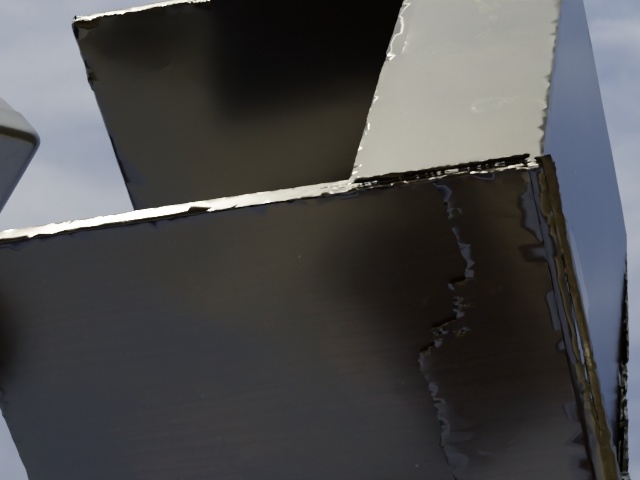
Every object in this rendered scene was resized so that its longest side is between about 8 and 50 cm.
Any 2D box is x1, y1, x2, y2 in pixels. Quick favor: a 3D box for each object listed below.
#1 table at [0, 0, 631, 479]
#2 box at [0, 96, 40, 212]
[{"bbox_3d":[0.000,0.000,0.876,0.282,0.196,0.250,-8,-148,15],"label":"table"},{"bbox_3d":[-0.257,0.020,0.979,0.055,0.243,0.103,43,-162,32],"label":"box"}]
